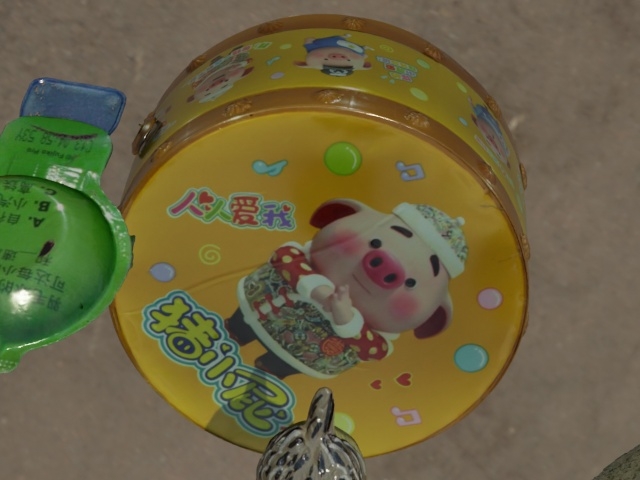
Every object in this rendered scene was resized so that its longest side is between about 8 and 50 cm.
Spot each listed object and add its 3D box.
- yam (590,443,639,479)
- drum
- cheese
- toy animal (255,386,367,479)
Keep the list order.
[{"bbox_3d":[0.311,0.335,1.215,0.241,0.348,0.241,-29,163,-10],"label":"yam"},{"bbox_3d":[0.000,0.000,1.496,0.431,0.214,0.431,1,122,2],"label":"drum"},{"bbox_3d":[-0.255,-0.021,1.310,0.204,0.320,0.083,10,142,5],"label":"cheese"},{"bbox_3d":[-0.008,0.189,1.207,0.098,0.098,0.137,-21,140,-24],"label":"toy animal"}]
